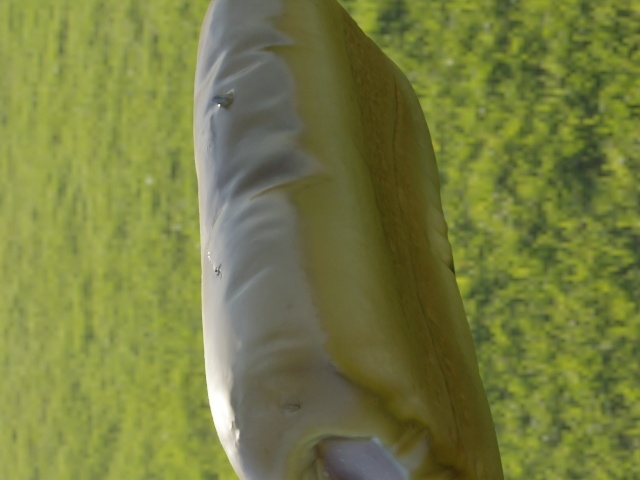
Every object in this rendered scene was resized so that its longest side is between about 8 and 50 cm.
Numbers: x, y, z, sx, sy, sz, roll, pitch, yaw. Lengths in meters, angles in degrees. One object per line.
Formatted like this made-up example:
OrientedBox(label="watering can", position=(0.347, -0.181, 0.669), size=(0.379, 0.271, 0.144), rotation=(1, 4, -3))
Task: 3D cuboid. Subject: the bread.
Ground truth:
OrientedBox(label="bread", position=(0.000, 0.000, 0.680), size=(0.091, 0.142, 0.305), rotation=(-34, 35, 22))
